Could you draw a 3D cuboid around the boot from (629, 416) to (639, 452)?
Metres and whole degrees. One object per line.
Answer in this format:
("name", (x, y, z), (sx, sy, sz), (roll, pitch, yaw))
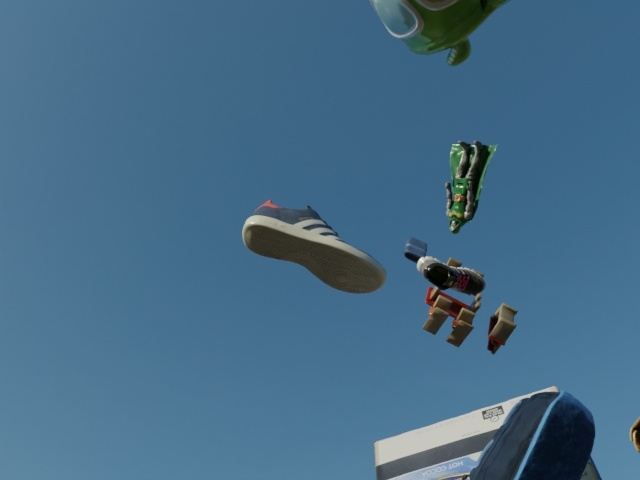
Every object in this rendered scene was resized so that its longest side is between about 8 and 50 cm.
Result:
("boot", (0.894, 0.551, 1.502), (0.203, 0.095, 0.262), (4, -68, -27))

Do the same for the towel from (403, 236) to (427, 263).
("towel", (0.274, 0.030, 1.650), (0.067, 0.119, 0.029), (26, -64, 4))

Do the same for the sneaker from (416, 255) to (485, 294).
("sneaker", (0.310, 0.092, 1.343), (0.170, 0.075, 0.063), (22, -71, -2))

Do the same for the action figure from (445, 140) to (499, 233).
("action figure", (0.357, -0.130, 1.420), (0.063, 0.137, 0.232), (11, -91, -37))

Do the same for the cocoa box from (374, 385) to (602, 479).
("cocoa box", (0.290, 0.446, 0.945), (0.347, 0.228, 0.231), (-22, -67, 13))

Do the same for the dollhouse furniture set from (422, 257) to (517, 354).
("dollhouse furniture set", (0.429, 0.215, 1.672), (0.259, 0.262, 0.135), (27, -53, 4))

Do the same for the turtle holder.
("turtle holder", (0.196, -0.443, 0.964), (0.227, 0.320, 0.243), (32, -58, -25))

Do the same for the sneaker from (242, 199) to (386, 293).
("sneaker", (0.000, 0.000, 1.338), (0.350, 0.148, 0.131), (25, -50, -2))

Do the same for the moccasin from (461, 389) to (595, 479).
("moccasin", (0.241, 0.352, 0.739), (0.138, 0.342, 0.117), (46, -21, -4))
